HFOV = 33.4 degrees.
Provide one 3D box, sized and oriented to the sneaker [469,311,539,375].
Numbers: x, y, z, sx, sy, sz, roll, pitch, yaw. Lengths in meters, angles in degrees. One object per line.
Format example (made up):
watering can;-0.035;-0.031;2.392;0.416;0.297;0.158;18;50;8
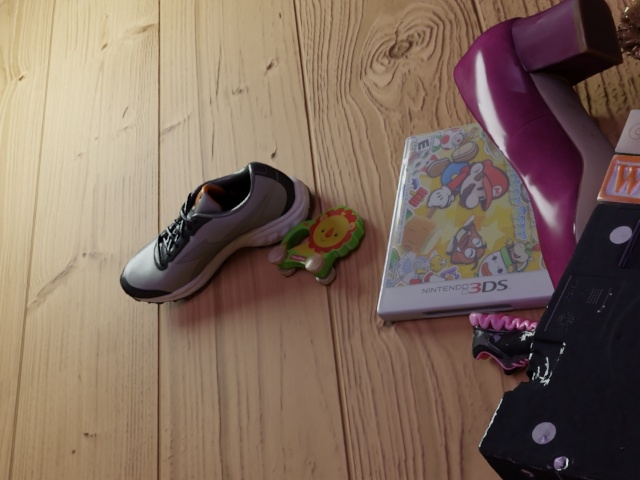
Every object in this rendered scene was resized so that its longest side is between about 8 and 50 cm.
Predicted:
sneaker;0.192;0.101;1.006;0.119;0.047;0.057;8;89;42

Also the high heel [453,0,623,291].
high heel;0.216;-0.047;1.030;0.181;0.127;0.377;-24;56;48

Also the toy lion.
toy lion;0.000;0.000;1.233;0.100;0.034;0.096;10;62;43

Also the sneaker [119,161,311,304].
sneaker;-0.146;-0.016;1.305;0.271;0.108;0.100;-31;48;20

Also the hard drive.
hard drive;0.297;0.087;0.694;0.339;0.064;0.237;3;53;45

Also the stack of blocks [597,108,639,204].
stack of blocks;0.391;-0.013;0.822;0.297;0.171;0.087;11;69;42

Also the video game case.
video game case;0.166;-0.028;1.119;0.206;0.026;0.227;-9;57;35

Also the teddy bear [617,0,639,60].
teddy bear;0.399;-0.210;0.974;0.245;0.113;0.338;-40;41;28
